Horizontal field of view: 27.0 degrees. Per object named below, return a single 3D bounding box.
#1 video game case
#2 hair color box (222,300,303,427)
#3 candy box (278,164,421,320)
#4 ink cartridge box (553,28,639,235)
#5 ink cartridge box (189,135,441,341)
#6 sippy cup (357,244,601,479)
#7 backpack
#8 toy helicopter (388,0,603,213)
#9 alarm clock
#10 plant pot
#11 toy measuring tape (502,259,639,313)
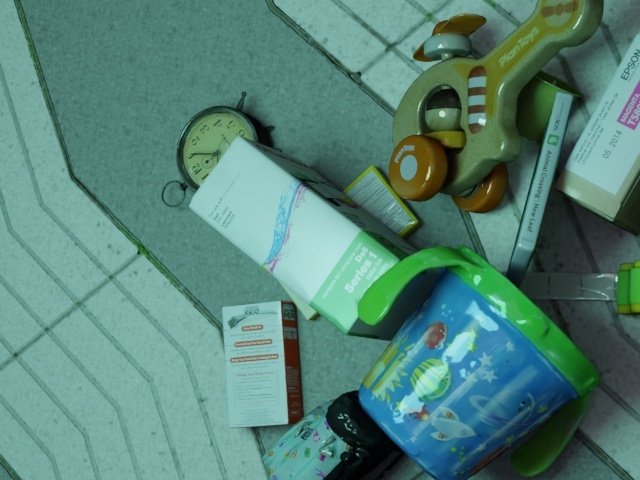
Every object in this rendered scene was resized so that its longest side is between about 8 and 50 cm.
[{"bbox_3d":[0.260,-0.052,1.601,0.023,0.212,0.193,15,76,7],"label":"video game case"},{"bbox_3d":[-0.079,0.170,1.824,0.093,0.053,0.167,-7,82,24],"label":"hair color box"},{"bbox_3d":[0.030,0.004,1.811,0.206,0.027,0.105,-42,73,14],"label":"candy box"},{"bbox_3d":[0.385,-0.133,1.585,0.088,0.193,0.235,31,96,22],"label":"ink cartridge box"},{"bbox_3d":[0.000,0.000,1.698,0.278,0.201,0.117,38,99,23],"label":"ink cartridge box"},{"bbox_3d":[0.172,0.162,1.585,0.224,0.240,0.305,-45,84,-1],"label":"sippy cup"},{"bbox_3d":[0.014,0.276,1.734,0.182,0.152,0.115,-45,63,25],"label":"backpack"},{"bbox_3d":[0.211,-0.210,1.657,0.355,0.140,0.235,-43,51,38],"label":"toy helicopter"},{"bbox_3d":[-0.149,-0.110,1.882,0.192,0.064,0.129,-35,72,13],"label":"alarm clock"},{"bbox_3d":[0.280,-0.169,1.703,0.083,0.083,0.079,34,109,23],"label":"plant pot"},{"bbox_3d":[0.368,0.056,1.613,0.330,0.121,0.121,2,84,23],"label":"toy measuring tape"}]
